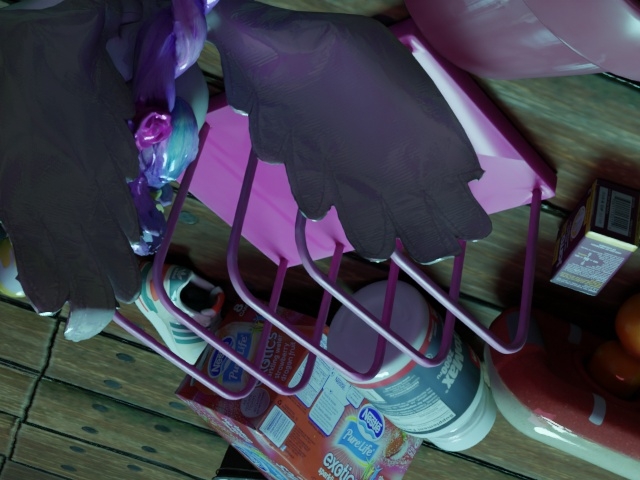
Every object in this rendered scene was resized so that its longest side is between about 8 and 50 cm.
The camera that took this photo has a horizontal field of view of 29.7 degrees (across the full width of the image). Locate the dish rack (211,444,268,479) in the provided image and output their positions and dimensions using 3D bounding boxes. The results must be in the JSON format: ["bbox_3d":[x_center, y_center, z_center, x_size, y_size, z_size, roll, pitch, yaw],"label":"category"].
[{"bbox_3d":[-0.002,0.338,1.554,0.208,0.074,0.271,3,146,18],"label":"dish rack"}]

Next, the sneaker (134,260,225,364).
[{"bbox_3d":[-0.123,0.078,1.219,0.075,0.057,0.161,-1,142,31],"label":"sneaker"}]

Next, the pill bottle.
[{"bbox_3d":[0.095,0.127,1.167,0.108,0.108,0.180,-11,140,33],"label":"pill bottle"}]

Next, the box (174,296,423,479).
[{"bbox_3d":[-0.015,0.183,1.247,0.122,0.128,0.257,17,156,40],"label":"box"}]

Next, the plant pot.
[{"bbox_3d":[0.138,-0.170,0.642,0.201,0.201,0.180,28,160,-21],"label":"plant pot"}]

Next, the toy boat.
[{"bbox_3d":[0.270,0.111,1.077,0.231,0.151,0.151,23,117,-14],"label":"toy boat"}]

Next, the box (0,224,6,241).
[{"bbox_3d":[-0.550,0.050,0.947,0.297,0.480,0.472,0,145,19],"label":"box"}]

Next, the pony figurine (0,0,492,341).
[{"bbox_3d":[-0.109,-0.099,0.728,0.302,0.351,0.363,-7,161,-36],"label":"pony figurine"}]

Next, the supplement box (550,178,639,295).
[{"bbox_3d":[0.222,-0.002,0.973,0.043,0.055,0.083,17,147,-3],"label":"supplement box"}]

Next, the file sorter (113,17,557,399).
[{"bbox_3d":[0.000,0.000,0.941,0.290,0.182,0.202,-16,138,37],"label":"file sorter"}]
